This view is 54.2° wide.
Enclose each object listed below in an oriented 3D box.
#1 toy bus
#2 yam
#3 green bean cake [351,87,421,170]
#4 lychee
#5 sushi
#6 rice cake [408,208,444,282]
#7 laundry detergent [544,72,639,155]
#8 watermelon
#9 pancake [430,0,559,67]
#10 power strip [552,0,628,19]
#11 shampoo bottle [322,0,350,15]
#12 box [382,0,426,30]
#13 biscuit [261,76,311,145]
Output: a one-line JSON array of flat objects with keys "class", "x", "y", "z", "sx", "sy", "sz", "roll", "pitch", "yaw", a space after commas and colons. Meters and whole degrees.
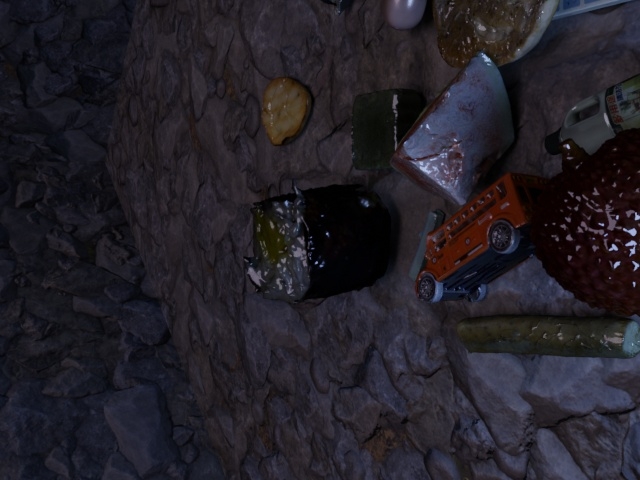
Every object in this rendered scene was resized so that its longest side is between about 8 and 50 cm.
[{"class": "toy bus", "x": 0.314, "y": 0.010, "z": 1.220, "sx": 0.329, "sy": 0.143, "sz": 0.153, "roll": -47, "pitch": 48, "yaw": 49}, {"class": "yam", "x": 0.405, "y": 0.176, "z": 1.168, "sx": 0.372, "sy": 0.083, "sz": 0.083, "roll": -13, "pitch": 84, "yaw": 55}, {"class": "green bean cake", "x": 0.150, "y": -0.252, "z": 1.446, "sx": 0.185, "sy": 0.094, "sz": 0.183, "roll": 7, "pitch": 101, "yaw": 55}, {"class": "lychee", "x": 0.449, "y": -0.027, "z": 0.914, "sx": 0.304, "sy": 0.276, "sz": 0.276, "roll": 53, "pitch": 142, "yaw": -1}, {"class": "sushi", "x": -0.001, "y": 0.002, "z": 1.530, "sx": 0.299, "sy": 0.294, "sz": 0.281, "roll": -15, "pitch": 83, "yaw": 54}, {"class": "rice cake", "x": 0.238, "y": 0.013, "z": 1.418, "sx": 0.042, "sy": 0.030, "sz": 0.180, "roll": 44, "pitch": 128, "yaw": 47}, {"class": "laundry detergent", "x": 0.467, "y": -0.195, "z": 1.022, "sx": 0.226, "sy": 0.070, "sz": 0.099, "roll": -24, "pitch": 84, "yaw": 55}, {"class": "watermelon", "x": 0.234, "y": -0.203, "z": 1.214, "sx": 0.310, "sy": 0.193, "sz": 0.231, "roll": -34, "pitch": 32, "yaw": 34}, {"class": "pancake", "x": 0.320, "y": -0.501, "z": 1.151, "sx": 0.387, "sy": 0.082, "sz": 0.386, "roll": 178, "pitch": 90, "yaw": -67}, {"class": "power strip", "x": 0.447, "y": -0.425, "z": 1.042, "sx": 0.192, "sy": 0.035, "sz": 0.081, "roll": 7, "pitch": 100, "yaw": 55}, {"class": "shampoo bottle", "x": 0.008, "y": -0.649, "z": 1.618, "sx": 0.207, "sy": 0.057, "sz": 0.063, "roll": 51, "pitch": 134, "yaw": 38}, {"class": "box", "x": 0.183, "y": -0.551, "z": 1.328, "sx": 0.146, "sy": 0.088, "sz": 0.200, "roll": -99, "pitch": 14, "yaw": -70}, {"class": "biscuit", "x": -0.102, "y": -0.383, "z": 1.841, "sx": 0.260, "sy": 0.041, "sz": 0.202, "roll": -7, "pitch": 86, "yaw": 55}]
